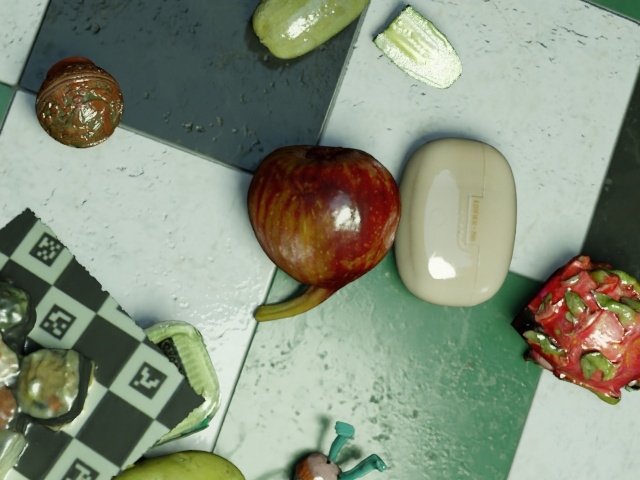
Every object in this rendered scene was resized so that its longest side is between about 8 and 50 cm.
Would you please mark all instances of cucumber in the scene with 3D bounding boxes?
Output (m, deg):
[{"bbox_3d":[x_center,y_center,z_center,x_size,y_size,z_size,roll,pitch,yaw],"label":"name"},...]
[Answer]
[{"bbox_3d":[0.122,-0.228,1.565,0.107,0.035,0.067,43,99,-7],"label":"cucumber"}]

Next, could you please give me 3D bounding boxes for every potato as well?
[{"bbox_3d":[-0.186,0.330,1.410,0.228,0.148,0.197,-10,113,-21],"label":"potato"}]

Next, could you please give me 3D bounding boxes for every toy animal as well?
[{"bbox_3d":[-0.019,0.302,1.478,0.208,0.100,0.103,-47,135,3],"label":"toy animal"}]

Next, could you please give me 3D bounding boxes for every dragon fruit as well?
[{"bbox_3d":[0.325,0.113,1.530,0.172,0.166,0.160,41,42,5],"label":"dragon fruit"}]

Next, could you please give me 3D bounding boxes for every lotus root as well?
[{"bbox_3d":[0.003,-0.286,1.523,0.183,0.077,0.090,-34,94,-9],"label":"lotus root"}]

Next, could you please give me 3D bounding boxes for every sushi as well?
[{"bbox_3d":[-0.354,0.158,1.377,0.339,0.069,0.320,-40,70,-9],"label":"sushi"}]

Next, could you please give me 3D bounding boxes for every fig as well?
[{"bbox_3d":[0.006,-0.003,1.479,0.175,0.175,0.207,-3,102,-11],"label":"fig"}]

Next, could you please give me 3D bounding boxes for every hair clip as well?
[{"bbox_3d":[-0.264,0.202,1.437,0.321,0.091,0.138,-22,70,-3],"label":"hair clip"}]

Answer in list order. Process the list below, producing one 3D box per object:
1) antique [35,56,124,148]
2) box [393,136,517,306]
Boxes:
[{"bbox_3d":[-0.270,-0.150,1.456,0.104,0.104,0.104,1,87,-10],"label":"antique"},{"bbox_3d":[0.159,-0.022,1.533,0.145,0.088,0.200,5,87,-11],"label":"box"}]
